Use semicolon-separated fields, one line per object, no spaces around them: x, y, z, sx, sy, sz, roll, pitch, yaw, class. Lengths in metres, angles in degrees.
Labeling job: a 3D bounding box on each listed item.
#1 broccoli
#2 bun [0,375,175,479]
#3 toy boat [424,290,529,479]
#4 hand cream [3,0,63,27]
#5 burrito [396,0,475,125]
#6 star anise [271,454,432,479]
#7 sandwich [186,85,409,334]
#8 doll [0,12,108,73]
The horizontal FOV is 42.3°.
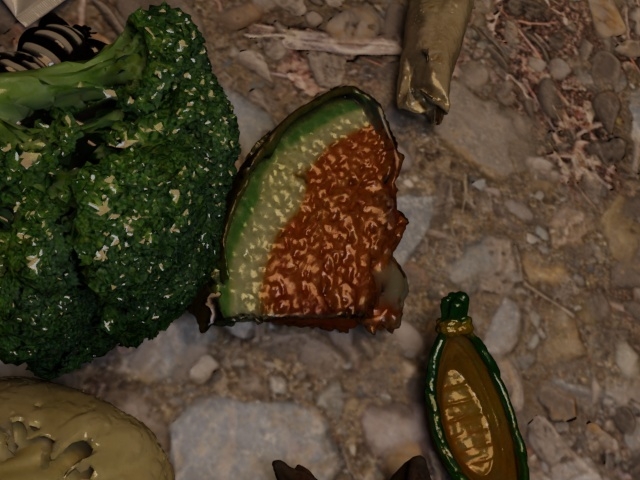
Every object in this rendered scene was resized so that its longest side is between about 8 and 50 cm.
-0.192;-0.046;0.640;0.275;0.308;0.308;35;60;-19;broccoli
-0.227;0.216;0.612;0.259;0.152;0.259;6;67;-13;bun
0.148;0.165;0.790;0.089;0.088;0.229;-11;71;-21;toy boat
-0.353;-0.345;0.872;0.248;0.083;0.133;43;63;-7;hand cream
0.134;-0.231;0.980;0.087;0.060;0.226;18;62;-9;burrito
0.047;0.329;0.672;0.315;0.108;0.315;10;56;-15;star anise
-0.006;-0.013;0.815;0.212;0.109;0.292;20;67;-19;sandwich
-0.274;-0.160;0.793;0.091;0.067;0.219;26;36;1;doll
